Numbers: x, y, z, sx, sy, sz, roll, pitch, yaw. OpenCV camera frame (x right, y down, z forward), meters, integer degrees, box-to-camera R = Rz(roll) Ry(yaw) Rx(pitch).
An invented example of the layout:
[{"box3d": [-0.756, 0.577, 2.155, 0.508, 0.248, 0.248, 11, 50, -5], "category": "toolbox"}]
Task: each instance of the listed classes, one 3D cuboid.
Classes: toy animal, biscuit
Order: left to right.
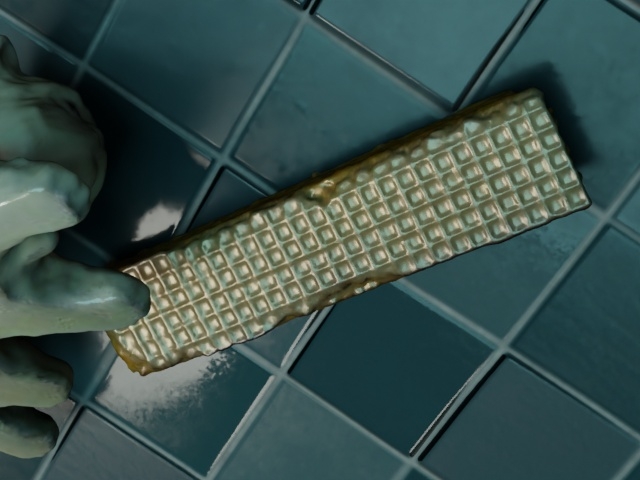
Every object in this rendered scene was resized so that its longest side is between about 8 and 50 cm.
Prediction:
[{"box3d": [-0.243, 0.018, 0.866, 0.266, 0.188, 0.308, -19, 144, 6], "category": "toy animal"}, {"box3d": [0.000, 0.000, 0.847, 0.379, 0.054, 0.094, -23, 100, 22], "category": "biscuit"}]
